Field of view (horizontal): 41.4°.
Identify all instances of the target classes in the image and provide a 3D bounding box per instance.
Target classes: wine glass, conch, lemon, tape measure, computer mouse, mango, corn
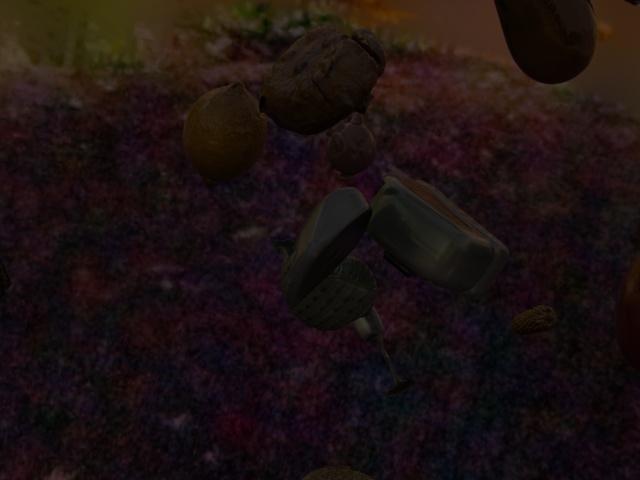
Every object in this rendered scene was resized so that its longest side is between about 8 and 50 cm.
[{"bbox_3d":[0.119,0.211,1.863,0.074,0.074,0.262,-4,58,-41],"label":"wine glass"},{"bbox_3d":[0.001,0.085,1.414,0.200,0.131,0.172,17,21,-11],"label":"conch"},{"bbox_3d":[-0.217,-0.238,1.917,0.188,0.257,0.188,20,18,-7],"label":"lemon"},{"bbox_3d":[0.178,-0.010,1.432,0.246,0.125,0.243,11,25,-51],"label":"tape measure"},{"bbox_3d":[0.000,0.000,1.269,0.079,0.128,0.231,30,38,13],"label":"computer mouse"},{"bbox_3d":[0.393,-0.397,1.477,0.139,0.254,0.175,0,39,44],"label":"mango"},{"bbox_3d":[0.223,0.084,0.889,0.028,0.027,0.083,14,-15,-8],"label":"corn"}]

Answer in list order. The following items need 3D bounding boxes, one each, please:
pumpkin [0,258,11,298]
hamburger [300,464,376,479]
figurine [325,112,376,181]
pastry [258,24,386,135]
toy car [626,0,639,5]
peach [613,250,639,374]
[{"bbox_3d":[-0.496,0.068,1.221,0.035,0.073,0.101,-10,28,39],"label":"pumpkin"},{"bbox_3d":[0.027,0.541,1.656,0.288,0.168,0.192,-4,21,-43],"label":"hamburger"},{"bbox_3d":[0.066,-0.210,1.923,0.125,0.138,0.125,-10,36,7],"label":"figurine"},{"bbox_3d":[-0.001,-0.268,1.405,0.100,0.229,0.218,41,26,-34],"label":"pastry"},{"bbox_3d":[0.629,-0.546,1.581,0.145,0.235,0.235,37,27,18],"label":"toy car"},{"bbox_3d":[0.668,0.115,1.463,0.308,0.332,0.308,8,41,-6],"label":"peach"}]
